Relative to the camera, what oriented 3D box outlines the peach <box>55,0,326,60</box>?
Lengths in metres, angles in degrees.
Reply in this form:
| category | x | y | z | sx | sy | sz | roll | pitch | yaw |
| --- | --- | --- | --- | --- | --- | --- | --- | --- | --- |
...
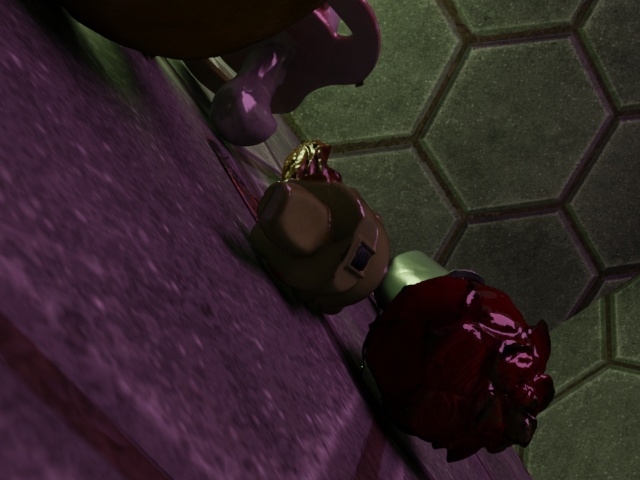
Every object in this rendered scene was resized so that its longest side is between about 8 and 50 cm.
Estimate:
| category | x | y | z | sx | sy | sz | roll | pitch | yaw |
| --- | --- | --- | --- | --- | --- | --- | --- | --- | --- |
| peach | -0.107 | -0.306 | 0.632 | 0.281 | 0.316 | 0.314 | 58 | -29 | -6 |

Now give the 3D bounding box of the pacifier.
| category | x | y | z | sx | sy | sz | roll | pitch | yaw |
| --- | --- | --- | --- | --- | --- | --- | --- | --- | --- |
| pacifier | -0.073 | -0.266 | 1.071 | 0.220 | 0.332 | 0.273 | -4 | 83 | -49 |

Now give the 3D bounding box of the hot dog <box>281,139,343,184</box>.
| category | x | y | z | sx | sy | sz | roll | pitch | yaw |
| --- | --- | --- | --- | --- | --- | --- | --- | --- | --- |
| hot dog | 0.003 | -0.087 | 1.304 | 0.175 | 0.114 | 0.259 | 55 | 6 | -17 |

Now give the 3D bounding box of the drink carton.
| category | x | y | z | sx | sy | sz | roll | pitch | yaw |
| --- | --- | --- | --- | --- | --- | --- | --- | --- | --- |
| drink carton | 0.212 | 0.116 | 1.485 | 0.191 | 0.185 | 0.189 | 69 | -9 | -29 |

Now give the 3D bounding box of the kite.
| category | x | y | z | sx | sy | sz | roll | pitch | yaw |
| --- | --- | --- | --- | --- | --- | --- | --- | --- | --- |
| kite | -0.066 | -0.033 | 0.916 | 0.241 | 0.014 | 0.183 | 52 | 5 | -18 |

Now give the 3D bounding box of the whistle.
| category | x | y | z | sx | sy | sz | roll | pitch | yaw |
| --- | --- | --- | --- | --- | --- | --- | --- | --- | --- |
| whistle | 0.000 | 0.000 | 0.760 | 0.106 | 0.131 | 0.288 | 25 | -4 | 23 |

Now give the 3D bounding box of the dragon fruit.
| category | x | y | z | sx | sy | sz | roll | pitch | yaw |
| --- | --- | --- | --- | --- | --- | --- | --- | --- | --- |
| dragon fruit | 0.142 | 0.129 | 0.831 | 0.193 | 0.192 | 0.274 | 42 | 0 | -32 |

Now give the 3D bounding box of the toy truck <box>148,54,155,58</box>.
| category | x | y | z | sx | sy | sz | roll | pitch | yaw |
| --- | --- | --- | --- | --- | --- | --- | --- | --- | --- |
| toy truck | -0.123 | -0.324 | 0.883 | 0.127 | 0.257 | 0.127 | 53 | 9 | -32 |
